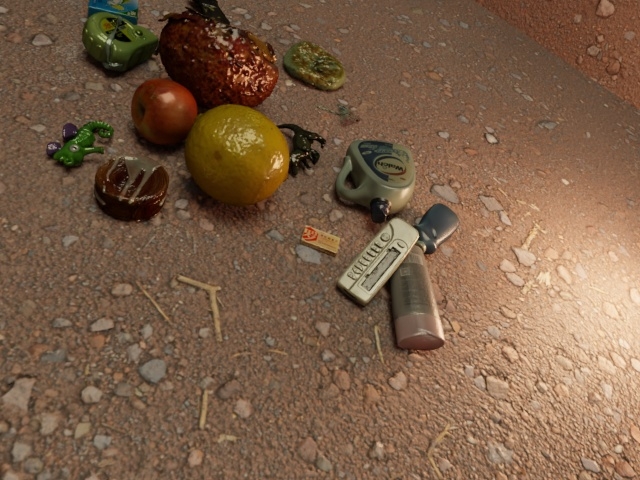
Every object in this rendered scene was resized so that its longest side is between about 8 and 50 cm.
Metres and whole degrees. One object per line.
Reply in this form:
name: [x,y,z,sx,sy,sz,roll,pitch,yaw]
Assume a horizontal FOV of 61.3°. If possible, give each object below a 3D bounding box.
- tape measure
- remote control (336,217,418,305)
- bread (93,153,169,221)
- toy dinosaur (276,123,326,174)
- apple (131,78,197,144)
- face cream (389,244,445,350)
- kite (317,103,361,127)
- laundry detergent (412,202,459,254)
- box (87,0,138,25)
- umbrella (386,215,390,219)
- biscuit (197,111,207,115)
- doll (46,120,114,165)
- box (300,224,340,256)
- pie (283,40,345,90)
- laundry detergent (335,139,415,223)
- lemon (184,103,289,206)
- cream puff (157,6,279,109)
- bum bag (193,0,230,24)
tape measure: [-0.575,-0.555,1.517,0.175,0.106,0.200,37,44,-8]
remote control: [0.138,0.047,1.264,0.090,0.049,0.230,38,68,13]
bread: [-0.414,-0.118,1.190,0.160,0.073,0.160,11,45,-11]
toy dinosaur: [-0.083,-0.273,1.490,0.179,0.087,0.187,29,41,1]
apple: [-0.385,-0.318,1.339,0.139,0.163,0.163,-9,53,-41]
face cream: [0.213,0.127,1.251,0.107,0.073,0.269,1,46,-4]
kite: [0.062,-0.408,1.751,0.152,0.005,0.137,10,45,-16]
laundry detergent: [0.298,-0.023,1.450,0.096,0.061,0.206,43,46,6]
box: [-0.636,-0.718,1.666,0.139,0.073,0.194,5,47,-21]
umbrella: [0.190,-0.085,1.490,0.031,0.020,0.083,23,48,-3]
biscuit: [-0.251,-0.276,1.438,0.187,0.027,0.188,22,37,-18]
doll: [-0.549,-0.230,1.252,0.115,0.050,0.190,16,41,-5]
box: [0.000,0.000,1.316,0.093,0.015,0.058,21,41,-6]
pie: [-0.020,-0.604,1.866,0.240,0.054,0.241,14,46,-15]
laundry detergent: [0.150,-0.155,1.473,0.214,0.105,0.281,11,47,3]
lemon: [-0.201,-0.200,1.261,0.253,0.228,0.228,27,43,6]
cream puff: [-0.277,-0.469,1.470,0.350,0.229,0.350,16,10,-3]
bum bag: [-0.391,-0.809,1.884,0.106,0.060,0.233,1,49,-37]
